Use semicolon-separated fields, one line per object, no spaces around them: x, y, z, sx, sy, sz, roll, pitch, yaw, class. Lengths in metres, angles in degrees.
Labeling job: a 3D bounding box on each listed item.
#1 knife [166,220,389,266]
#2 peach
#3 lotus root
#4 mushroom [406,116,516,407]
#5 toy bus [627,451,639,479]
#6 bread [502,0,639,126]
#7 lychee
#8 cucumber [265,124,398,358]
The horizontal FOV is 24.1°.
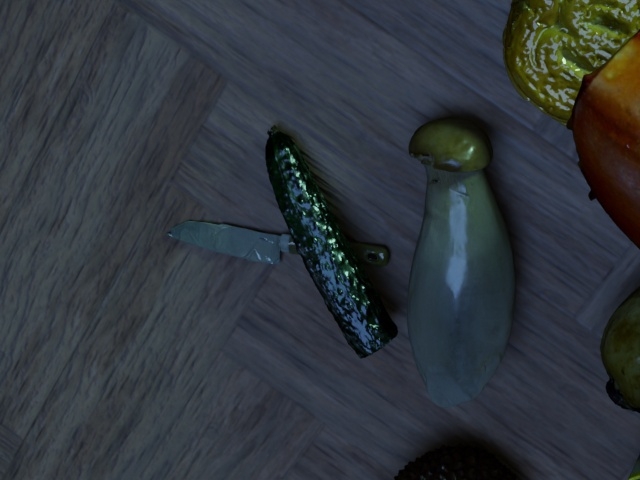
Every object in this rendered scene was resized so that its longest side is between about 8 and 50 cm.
-0.058;0.009;1.853;0.297;0.017;0.047;9;120;17;knife
0.387;-0.091;1.465;0.338;0.281;0.281;32;122;-15;peach
0.394;0.099;1.664;0.138;0.138;0.214;28;109;7;lotus root
0.157;0.030;1.721;0.128;0.128;0.350;3;111;20;mushroom
0.394;0.274;1.754;0.052;0.102;0.058;-20;98;27;toy bus
0.291;-0.219;1.552;0.198;0.120;0.236;26;119;14;bread
0.159;0.339;1.834;0.188;0.188;0.188;8;116;18;lychee
0.000;0.000;1.784;0.067;0.067;0.293;-27;92;29;cucumber
